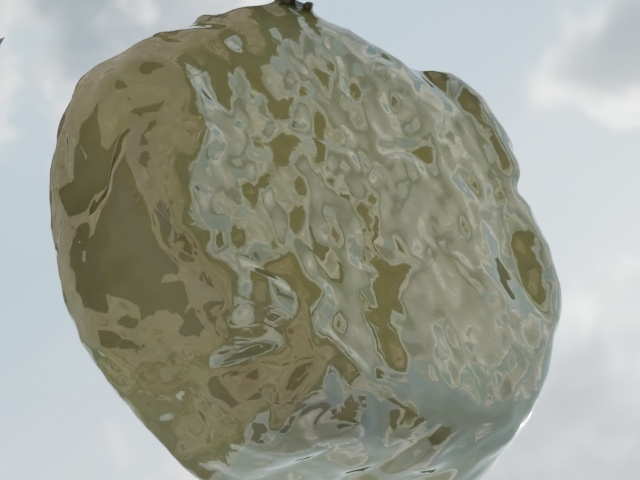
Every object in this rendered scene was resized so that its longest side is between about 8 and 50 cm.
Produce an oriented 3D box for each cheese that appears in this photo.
[{"bbox_3d":[0.000,0.000,1.004,0.115,0.318,0.326,-42,-177,39],"label":"cheese"}]

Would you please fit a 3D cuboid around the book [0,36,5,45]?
[{"bbox_3d":[-0.309,0.060,0.778,0.300,0.039,0.428,-39,-166,24],"label":"book"}]
